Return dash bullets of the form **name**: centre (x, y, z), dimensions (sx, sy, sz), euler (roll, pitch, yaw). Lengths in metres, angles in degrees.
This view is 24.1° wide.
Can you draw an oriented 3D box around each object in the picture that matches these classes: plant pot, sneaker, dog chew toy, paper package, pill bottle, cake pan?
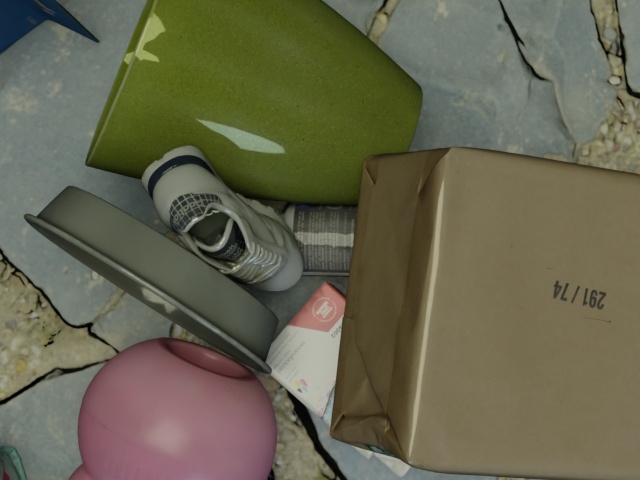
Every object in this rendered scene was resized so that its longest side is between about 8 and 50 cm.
- **plant pot**: centre (-0.055, -0.150, 1.544), dimensions (0.293, 0.275, 0.275), euler (22, 88, -11)
- **sneaker**: centre (-0.085, 0.003, 1.471), dimensions (0.090, 0.235, 0.095), euler (-43, 49, 8)
- **dog chew toy**: centre (-0.177, 0.272, 1.545), dimensions (0.206, 0.206, 0.332), euler (23, 96, 6)
- **paper package**: centre (0.201, 0.075, 1.472), dimensions (0.325, 0.168, 0.309), euler (8, 87, -26)
- **pill bottle**: centre (0.000, 0.000, 1.600), dimensions (0.137, 0.078, 0.078), euler (1, 87, 4)
- **cake pan**: centre (-0.161, 0.036, 1.507), dimensions (0.293, 0.293, 0.054), euler (32, 82, 6)

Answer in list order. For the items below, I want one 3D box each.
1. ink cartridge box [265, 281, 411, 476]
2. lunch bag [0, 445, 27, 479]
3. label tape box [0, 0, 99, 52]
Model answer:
- **ink cartridge box**: centre (0.045, 0.150, 1.593), dimensions (0.198, 0.067, 0.115), euler (40, 90, 6)
- **lunch bag**: centre (-0.397, 0.369, 1.572), dimensions (0.223, 0.160, 0.262), euler (-22, 79, 2)
- **label tape box**: centre (-0.424, -0.263, 1.569), dimensions (0.333, 0.240, 0.106), euler (28, 89, 6)
